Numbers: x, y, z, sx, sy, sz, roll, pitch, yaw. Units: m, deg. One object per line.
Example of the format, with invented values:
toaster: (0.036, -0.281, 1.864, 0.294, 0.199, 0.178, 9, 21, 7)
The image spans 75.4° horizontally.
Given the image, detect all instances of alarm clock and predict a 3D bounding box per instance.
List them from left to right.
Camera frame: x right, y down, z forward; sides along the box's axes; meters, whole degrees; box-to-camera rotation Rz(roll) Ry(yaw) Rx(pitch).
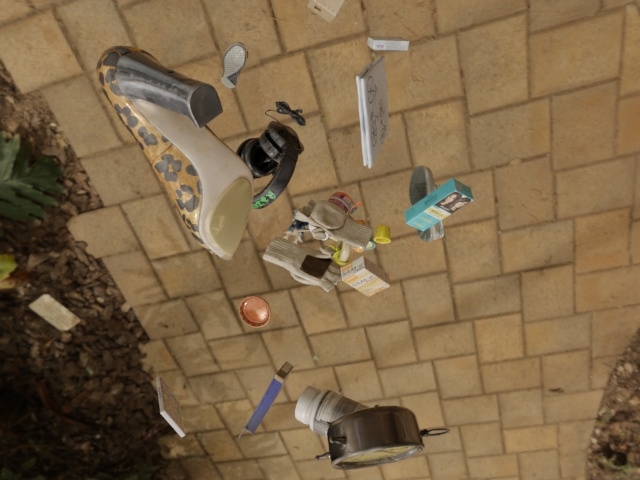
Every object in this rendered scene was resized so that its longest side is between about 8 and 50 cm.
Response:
alarm clock: (0.093, 0.274, 0.582, 0.191, 0.064, 0.129, 3, 141, -13)

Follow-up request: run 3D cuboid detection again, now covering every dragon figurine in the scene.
dragon figurine: (-0.080, -0.070, 1.624, 0.085, 0.289, 0.144, 25, 76, -5)

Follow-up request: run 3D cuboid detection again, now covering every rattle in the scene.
rattle: (0.040, -0.032, 1.275, 0.142, 0.130, 0.200, 12, 106, 9)

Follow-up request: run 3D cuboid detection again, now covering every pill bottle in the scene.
pill bottle: (0.051, -0.110, 1.809, 0.121, 0.221, 0.121, 28, 146, 21)
pill bottle: (0.028, 0.318, 0.747, 0.137, 0.078, 0.078, 14, 121, 26)

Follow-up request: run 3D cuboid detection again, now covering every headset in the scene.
headset: (-0.137, -0.273, 1.304, 0.185, 0.395, 0.243, 26, 149, -37)

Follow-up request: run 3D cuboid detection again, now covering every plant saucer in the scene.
plant saucer: (-0.163, 0.177, 1.037, 0.083, 0.013, 0.084, 3, 105, 13)

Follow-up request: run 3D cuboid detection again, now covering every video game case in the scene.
video game case: (-0.332, 0.365, 0.917, 0.011, 0.122, 0.087, -31, 119, -13)

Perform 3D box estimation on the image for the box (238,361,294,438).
box: (-0.160, 0.484, 1.248, 0.036, 0.136, 0.225, 32, 93, 8)

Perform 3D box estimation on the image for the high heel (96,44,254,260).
high heel: (-0.178, -0.098, 0.514, 0.186, 0.093, 0.261, 30, 142, 26)

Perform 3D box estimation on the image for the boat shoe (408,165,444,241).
boat shoe: (0.456, -0.157, 1.747, 0.103, 0.118, 0.321, -15, 97, -28)

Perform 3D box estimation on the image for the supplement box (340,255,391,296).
supplement box: (0.098, 0.079, 0.891, 0.062, 0.036, 0.098, -32, 134, 29)

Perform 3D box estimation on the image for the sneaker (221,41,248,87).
sneaker: (-0.330, -0.741, 1.647, 0.086, 0.164, 0.226, 21, 155, -18)

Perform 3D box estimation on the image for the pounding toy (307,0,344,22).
pounding toy: (0.052, -0.714, 1.102, 0.094, 0.181, 0.206, 29, 105, -15)

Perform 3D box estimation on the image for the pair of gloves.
pair of gloves: (0.000, 0.000, 1.036, 0.204, 0.240, 0.042, 31, 149, 14)

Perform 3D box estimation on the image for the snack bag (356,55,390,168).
snack bag: (0.197, -0.483, 1.511, 0.037, 0.343, 0.323, 4, 128, 21)

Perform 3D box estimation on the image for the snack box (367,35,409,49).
snack box: (0.263, -0.773, 1.623, 0.141, 0.100, 0.037, -3, 126, -9)

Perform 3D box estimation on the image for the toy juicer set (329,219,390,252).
toy juicer set: (0.136, -0.001, 1.766, 0.209, 0.090, 0.329, 15, 161, -20)

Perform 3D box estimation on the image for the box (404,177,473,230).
box: (0.436, -0.128, 1.545, 0.100, 0.060, 0.244, 20, 142, -29)
